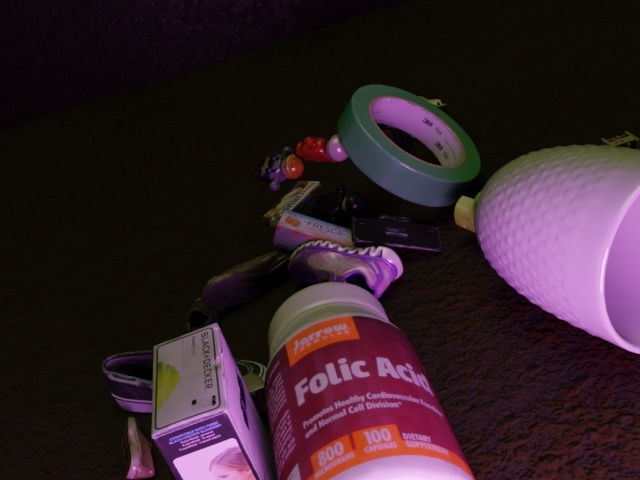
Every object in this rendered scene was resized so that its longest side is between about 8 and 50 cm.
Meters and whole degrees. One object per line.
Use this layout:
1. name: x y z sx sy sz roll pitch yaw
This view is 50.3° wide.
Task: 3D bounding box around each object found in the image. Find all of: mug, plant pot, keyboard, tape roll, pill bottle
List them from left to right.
1. plant pot: -0.120 0.267 1.051 0.109 0.109 0.096 -21 17 -4
2. pill bottle: 0.045 0.234 0.887 0.224 0.224 0.392 -19 31 -1
3. keyboard: 0.152 -0.016 1.378 0.180 0.023 0.108 7 38 -4
4. tape roll: 0.196 -0.213 1.493 0.322 0.077 0.321 19 39 -16
5. mug: 0.448 -0.011 1.075 0.374 0.276 0.328 2 13 -27

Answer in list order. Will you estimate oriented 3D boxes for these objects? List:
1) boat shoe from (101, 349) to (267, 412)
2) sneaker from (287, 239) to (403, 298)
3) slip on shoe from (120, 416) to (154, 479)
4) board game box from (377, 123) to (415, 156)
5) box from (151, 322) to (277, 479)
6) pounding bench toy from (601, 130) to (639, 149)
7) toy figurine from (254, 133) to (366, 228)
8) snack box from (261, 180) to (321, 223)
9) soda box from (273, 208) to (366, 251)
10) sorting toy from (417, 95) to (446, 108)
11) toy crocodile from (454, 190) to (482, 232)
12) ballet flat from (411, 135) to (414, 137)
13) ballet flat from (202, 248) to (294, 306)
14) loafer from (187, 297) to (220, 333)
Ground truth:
1. boat shoe: -0.235 0.226 1.168 0.307 0.104 0.113 -3 34 25
2. sneaker: 0.034 0.066 1.307 0.237 0.095 0.104 2 43 29
3. slip on shoe: -0.293 0.333 1.093 0.041 0.051 0.135 15 10 -24
4. board game box: 0.157 -0.264 1.738 0.026 0.126 0.186 -36 35 -29
5. box: -0.114 0.269 0.852 0.087 0.289 0.169 -19 31 -2
6. pounding bench toy: 0.638 -0.185 1.424 0.065 0.052 0.083 -17 30 0
7. toy figurine: -0.018 -0.117 1.490 0.210 0.212 0.148 -26 19 -39
8. snack box: -0.070 -0.094 1.683 0.064 0.022 0.178 6 38 33
9. soda box: 0.000 0.000 1.384 0.183 0.058 0.063 18 38 5
10. sorting toy: 0.316 -0.384 1.936 0.075 0.044 0.083 -15 29 -9
11. toy crocodile: 0.417 -0.099 1.351 0.341 0.105 0.115 -24 31 -10
12. ballet flat: 0.218 -0.304 1.843 0.168 0.052 0.057 3 36 32
13. ballet flat: -0.129 0.063 1.396 0.250 0.084 0.058 -25 44 -20
14. loafer: -0.231 0.154 1.326 0.062 0.061 0.170 -21 30 -3
